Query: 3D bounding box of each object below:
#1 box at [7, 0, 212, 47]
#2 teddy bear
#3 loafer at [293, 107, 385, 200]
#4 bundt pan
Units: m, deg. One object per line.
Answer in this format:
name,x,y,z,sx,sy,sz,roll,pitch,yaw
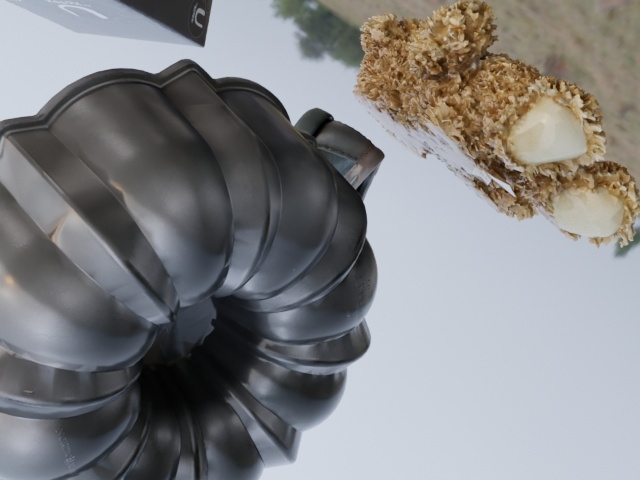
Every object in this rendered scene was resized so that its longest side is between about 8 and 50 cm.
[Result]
box,-0.226,-0.292,0.970,0.165,0.144,0.270,10,-179,18
teddy bear,0.155,-0.112,0.875,0.245,0.113,0.338,43,177,-18
loafer,0.000,0.000,0.938,0.084,0.268,0.096,25,-131,15
bundt pan,-0.094,0.059,0.648,0.330,0.331,0.124,22,-168,-46
